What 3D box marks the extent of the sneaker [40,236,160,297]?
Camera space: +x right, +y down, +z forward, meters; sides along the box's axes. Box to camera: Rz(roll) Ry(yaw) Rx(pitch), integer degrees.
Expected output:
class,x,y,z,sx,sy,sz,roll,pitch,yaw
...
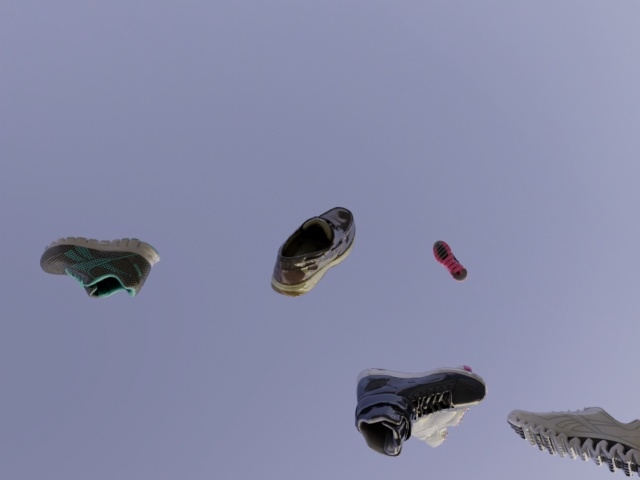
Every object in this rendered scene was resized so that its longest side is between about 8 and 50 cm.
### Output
class,x,y,z,sx,sy,sz,roll,pitch,yaw
sneaker,-0.297,0.039,0.715,0.167,0.065,0.076,-2,-126,14

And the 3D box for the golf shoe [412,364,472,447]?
class,x,y,z,sx,sy,sz,roll,pitch,yaw
golf shoe,0.289,0.421,1.412,0.140,0.306,0.115,19,-142,0

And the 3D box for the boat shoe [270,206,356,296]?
class,x,y,z,sx,sy,sz,roll,pitch,yaw
boat shoe,-0.001,0.000,0.850,0.080,0.073,0.223,22,-140,18

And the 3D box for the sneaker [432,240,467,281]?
class,x,y,z,sx,sy,sz,roll,pitch,yaw
sneaker,0.322,0.053,1.368,0.047,0.057,0.119,-36,-110,14

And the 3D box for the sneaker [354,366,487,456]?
class,x,y,z,sx,sy,sz,roll,pitch,yaw
sneaker,0.167,0.283,0.908,0.227,0.163,0.086,-3,-73,10

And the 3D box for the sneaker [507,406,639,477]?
class,x,y,z,sx,sy,sz,roll,pitch,yaw
sneaker,0.570,0.422,1.223,0.118,0.292,0.110,-62,-36,-29
